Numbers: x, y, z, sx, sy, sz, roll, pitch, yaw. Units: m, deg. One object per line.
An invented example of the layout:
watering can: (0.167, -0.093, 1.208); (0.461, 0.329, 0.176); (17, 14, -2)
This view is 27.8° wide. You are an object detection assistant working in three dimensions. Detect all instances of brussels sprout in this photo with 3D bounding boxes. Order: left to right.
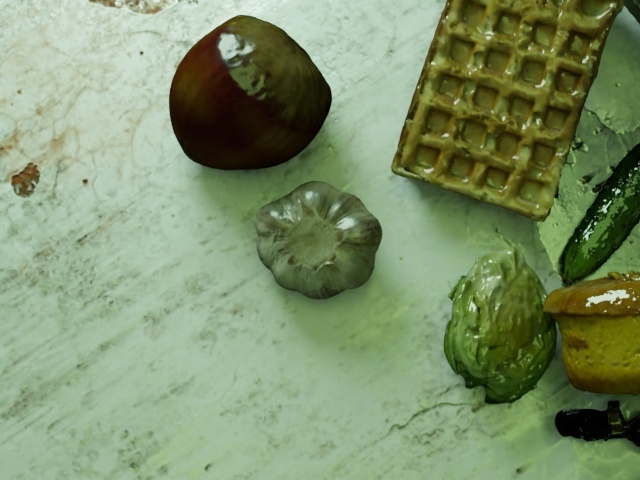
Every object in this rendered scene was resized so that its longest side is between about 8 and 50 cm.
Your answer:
brussels sprout: (0.219, 0.105, 1.584); (0.139, 0.100, 0.181); (3, 75, -9)

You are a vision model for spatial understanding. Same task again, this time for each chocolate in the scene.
chocolate: (0.356, 0.220, 1.568); (0.147, 0.072, 0.070); (11, 54, -2)

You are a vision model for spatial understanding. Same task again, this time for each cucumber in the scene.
cucumber: (0.375, -0.038, 1.634); (0.069, 0.069, 0.227); (36, 82, 9)

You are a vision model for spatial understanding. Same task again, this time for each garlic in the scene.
garlic: (0.000, 0.000, 1.608); (0.159, 0.102, 0.147); (0, 90, 12)

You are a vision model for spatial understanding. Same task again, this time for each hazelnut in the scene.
hazelnut: (-0.099, -0.174, 1.618); (0.208, 0.208, 0.208); (0, 76, 0)

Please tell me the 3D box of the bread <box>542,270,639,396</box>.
bread: (0.396, 0.102, 1.513); (0.268, 0.268, 0.145); (-5, 88, -1)

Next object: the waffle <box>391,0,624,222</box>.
waffle: (0.234, -0.200, 1.606); (0.213, 0.091, 0.308); (18, 102, 3)

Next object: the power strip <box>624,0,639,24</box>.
power strip: (0.526, -0.319, 1.658); (0.251, 0.092, 0.257); (-35, 83, -20)
